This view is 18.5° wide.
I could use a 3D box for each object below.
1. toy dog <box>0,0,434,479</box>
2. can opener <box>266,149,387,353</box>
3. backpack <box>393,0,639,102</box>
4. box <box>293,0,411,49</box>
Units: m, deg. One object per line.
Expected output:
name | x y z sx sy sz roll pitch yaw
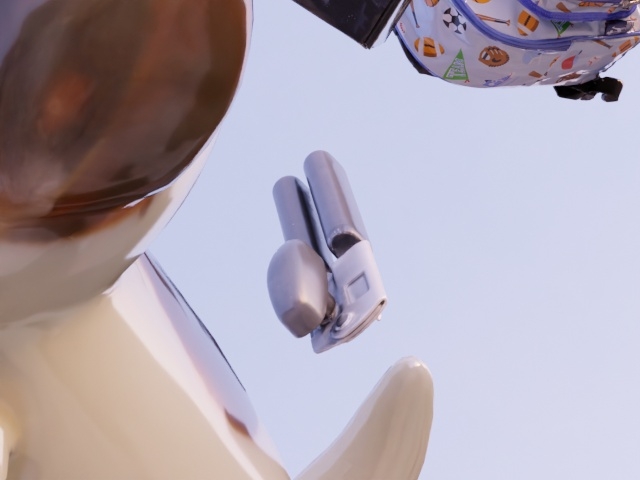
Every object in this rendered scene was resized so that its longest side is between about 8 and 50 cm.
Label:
toy dog | -0.126 0.035 0.633 0.395 0.284 0.408 -7 -53 -14
can opener | 0.000 0.000 1.632 0.074 0.280 0.093 -37 -66 12
backpack | 0.188 -0.271 1.939 0.263 0.276 0.213 -16 -20 -32
box | 0.000 -0.230 1.235 0.147 0.180 0.077 -57 -3 13
